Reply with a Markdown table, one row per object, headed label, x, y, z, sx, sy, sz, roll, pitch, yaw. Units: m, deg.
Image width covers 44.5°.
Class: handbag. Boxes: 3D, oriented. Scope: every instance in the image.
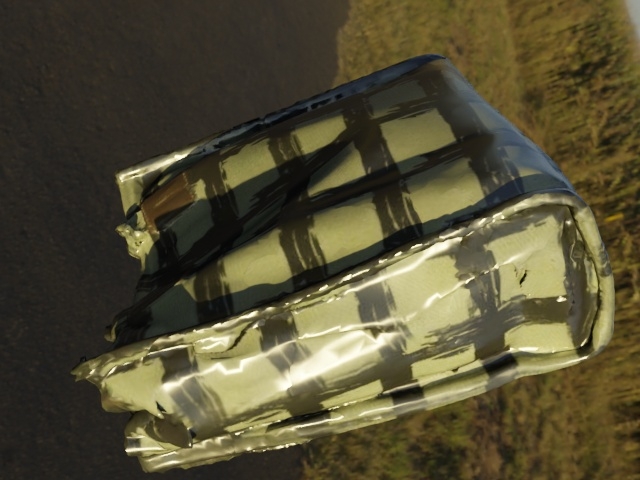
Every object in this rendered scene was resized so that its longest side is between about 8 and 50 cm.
| label | x | y | z | sx | sy | sz | roll | pitch | yaw |
| --- | --- | --- | --- | --- | --- | --- | --- | --- | --- |
| handbag | 0.000 | 0.000 | 0.598 | 0.325 | 0.326 | 0.163 | -104 | 176 | -62 |
